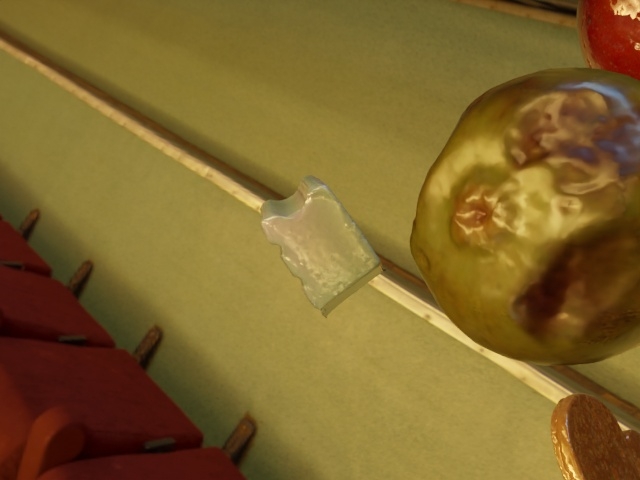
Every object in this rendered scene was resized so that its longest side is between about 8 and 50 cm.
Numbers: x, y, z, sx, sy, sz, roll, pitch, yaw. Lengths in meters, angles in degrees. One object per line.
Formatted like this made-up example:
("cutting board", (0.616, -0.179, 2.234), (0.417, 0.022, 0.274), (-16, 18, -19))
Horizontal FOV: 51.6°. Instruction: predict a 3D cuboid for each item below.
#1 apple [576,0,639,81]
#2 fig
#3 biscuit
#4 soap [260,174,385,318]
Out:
("apple", (0.375, -0.218, 0.660), (0.218, 0.218, 0.201), (-21, 56, 31))
("fig", (0.214, -0.016, 0.558), (0.239, 0.271, 0.240), (-11, 76, 52))
("biscuit", (0.399, 0.317, 0.885), (0.044, 0.288, 0.202), (-33, 41, 34))
("soap", (0.000, 0.000, 0.785), (0.091, 0.145, 0.230), (-33, 11, 1))
